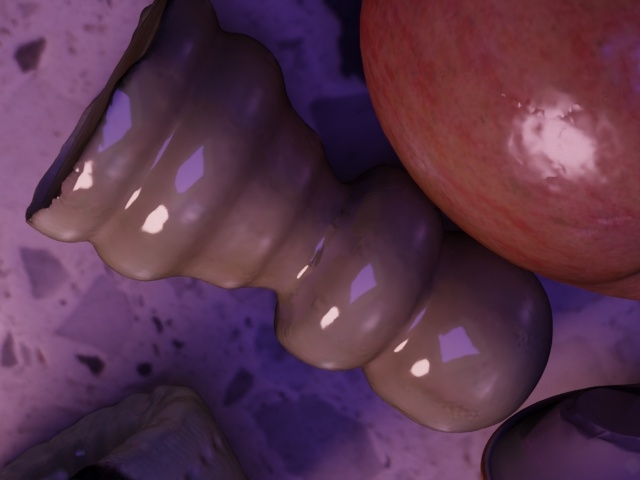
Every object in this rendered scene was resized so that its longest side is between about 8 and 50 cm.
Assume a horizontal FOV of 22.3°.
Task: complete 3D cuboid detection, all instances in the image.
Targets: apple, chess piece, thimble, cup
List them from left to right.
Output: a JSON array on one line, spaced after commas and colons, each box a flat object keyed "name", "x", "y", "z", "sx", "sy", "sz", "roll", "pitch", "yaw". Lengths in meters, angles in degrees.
[{"name": "thimble", "x": -0.149, "y": 0.203, "z": 1.031, "sx": 0.237, "sy": 0.237, "sz": 0.150, "roll": -28, "pitch": 97, "yaw": 7}, {"name": "chess piece", "x": 0.000, "y": 0.000, "z": 1.007, "sx": 0.330, "sy": 0.182, "sz": 0.182, "roll": 33, "pitch": 101, "yaw": -12}, {"name": "cup", "x": 0.209, "y": 0.217, "z": 1.038, "sx": 0.182, "sy": 0.226, "sz": 0.264, "roll": 11, "pitch": 120, "yaw": 31}, {"name": "apple", "x": 0.199, "y": -0.097, "z": 0.898, "sx": 0.345, "sy": 0.269, "sz": 0.345, "roll": -7, "pitch": 140, "yaw": -6}]
